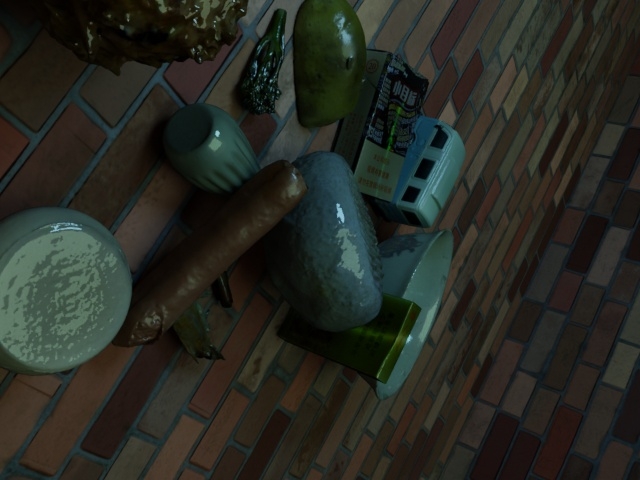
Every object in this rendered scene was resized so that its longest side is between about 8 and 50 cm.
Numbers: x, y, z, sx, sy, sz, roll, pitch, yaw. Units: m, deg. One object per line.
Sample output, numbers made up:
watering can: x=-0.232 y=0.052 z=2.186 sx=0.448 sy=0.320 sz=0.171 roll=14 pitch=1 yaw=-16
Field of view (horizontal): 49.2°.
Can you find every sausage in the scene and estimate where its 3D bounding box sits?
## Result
sausage: x=-0.190 y=0.025 z=1.169 sx=0.419 sy=0.094 sz=0.094 roll=-44 pitch=-179 yaw=-5

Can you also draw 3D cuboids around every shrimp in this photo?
shrimp: x=-0.220 y=0.116 z=1.309 sx=0.173 sy=0.058 sz=0.253 roll=-58 pitch=142 yaw=-34

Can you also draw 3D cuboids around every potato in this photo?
potato: x=0.036 y=-0.353 z=1.392 sx=0.160 sy=0.111 sz=0.271 roll=-29 pitch=127 yaw=-43

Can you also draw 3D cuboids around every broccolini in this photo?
broccolini: x=-0.090 y=-0.324 z=1.265 sx=0.091 sy=0.068 sz=0.202 roll=15 pitch=93 yaw=-37

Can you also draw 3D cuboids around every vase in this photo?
vase: x=-0.167 y=-0.134 z=1.204 sx=0.128 sy=0.128 sz=0.248 roll=-64 pitch=154 yaw=-10

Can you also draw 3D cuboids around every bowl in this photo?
bowl: x=0.149 y=0.147 z=1.688 sx=0.435 sy=0.196 sz=0.434 roll=-51 pitch=152 yaw=-41

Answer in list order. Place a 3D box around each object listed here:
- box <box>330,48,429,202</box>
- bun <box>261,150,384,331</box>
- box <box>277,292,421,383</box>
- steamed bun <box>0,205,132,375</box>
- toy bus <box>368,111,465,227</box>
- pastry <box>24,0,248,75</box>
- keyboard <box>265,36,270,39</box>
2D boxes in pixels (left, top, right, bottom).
box: x=0.129 y=-0.254 z=1.594 sx=0.198 sy=0.084 sz=0.310 roll=12 pitch=96 yaw=-56
bun: x=0.000 y=0.000 z=1.367 sx=0.362 sy=0.211 sz=0.361 roll=-13 pitch=90 yaw=-79
box: x=0.054 y=0.175 z=1.489 sx=0.043 sy=0.311 sz=0.173 roll=40 pitch=72 yaw=-41
steamed bun: x=-0.384 y=0.064 z=0.961 sx=0.232 sy=0.145 sz=0.231 roll=-13 pitch=108 yaw=-43
toy bus: x=0.256 y=-0.171 z=1.739 sx=0.271 sy=0.165 sz=0.133 roll=-62 pitch=145 yaw=-14
pastry: x=-0.211 y=-0.362 z=0.810 sx=0.405 sy=0.292 sz=0.337 roll=-18 pitch=101 yaw=-80
keyboard: x=-0.146 y=-0.511 z=1.128 sx=0.103 sy=0.041 sz=0.381 roll=-46 pitch=133 yaw=-32
